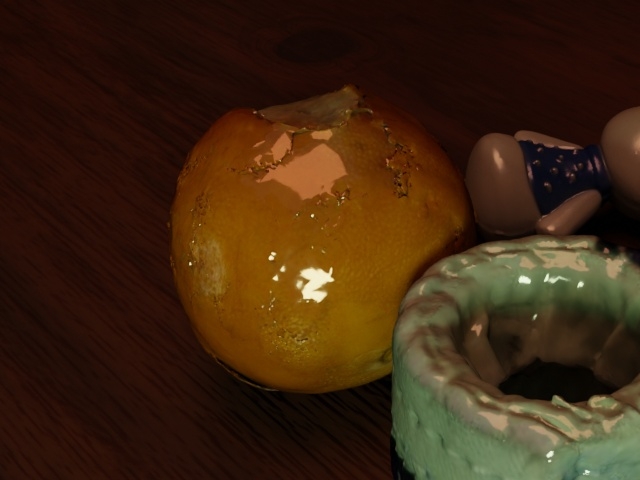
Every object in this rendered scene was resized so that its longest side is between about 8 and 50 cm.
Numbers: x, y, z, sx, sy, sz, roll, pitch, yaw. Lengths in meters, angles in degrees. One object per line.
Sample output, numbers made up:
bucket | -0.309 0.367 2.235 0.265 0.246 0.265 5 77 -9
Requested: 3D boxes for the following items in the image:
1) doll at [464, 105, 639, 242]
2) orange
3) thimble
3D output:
doll | 0.230 -0.055 1.309 0.293 0.119 0.138 -14 40 4
orange | 0.000 0.000 1.159 0.240 0.240 0.240 -7 32 4
thimble | 0.155 0.111 1.024 0.237 0.150 0.237 -4 34 3
